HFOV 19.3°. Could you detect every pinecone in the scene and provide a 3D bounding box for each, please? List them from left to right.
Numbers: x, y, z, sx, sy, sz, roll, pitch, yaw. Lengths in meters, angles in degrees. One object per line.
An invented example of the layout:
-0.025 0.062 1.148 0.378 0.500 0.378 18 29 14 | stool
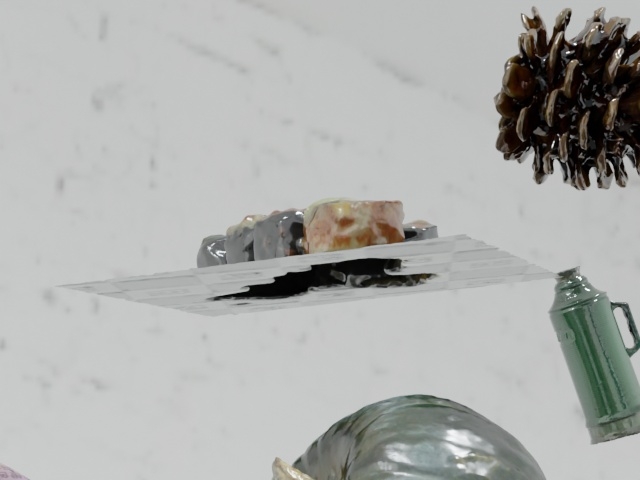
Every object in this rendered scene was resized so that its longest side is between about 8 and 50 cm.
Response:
0.281 -0.140 1.879 0.212 0.186 0.168 8 0 3 | pinecone

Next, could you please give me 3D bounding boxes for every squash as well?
0.044 0.199 1.160 0.218 0.218 0.172 -26 -40 27 | squash

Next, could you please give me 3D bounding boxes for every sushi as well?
0.000 0.000 1.483 0.320 0.069 0.339 -8 -8 18 | sushi

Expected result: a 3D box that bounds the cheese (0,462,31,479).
-0.307 0.256 1.770 0.189 0.074 0.286 45 -21 -31 | cheese

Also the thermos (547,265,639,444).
0.298 0.118 2.009 0.083 0.188 0.073 -20 -3 19 | thermos
